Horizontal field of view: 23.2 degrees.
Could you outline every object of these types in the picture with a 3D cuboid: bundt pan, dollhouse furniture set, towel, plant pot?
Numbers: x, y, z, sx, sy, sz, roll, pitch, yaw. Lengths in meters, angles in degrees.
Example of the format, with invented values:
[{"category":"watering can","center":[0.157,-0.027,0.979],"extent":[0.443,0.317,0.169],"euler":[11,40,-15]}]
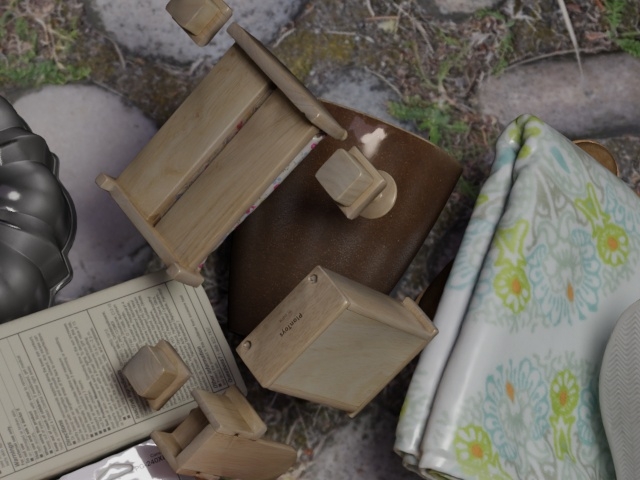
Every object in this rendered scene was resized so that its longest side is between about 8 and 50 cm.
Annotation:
[{"category":"bundt pan","center":[-0.395,-0.026,1.487],"extent":[0.331,0.124,0.330],"euler":[3,71,-10]},{"category":"dollhouse furniture set","center":[-0.080,-0.002,1.429],"extent":[0.303,0.174,0.355],"euler":[-46,59,11]},{"category":"towel","center":[0.246,0.114,1.506],"extent":[0.320,0.090,0.374],"euler":[35,66,-33]},{"category":"plant pot","center":[0.000,0.000,1.525],"extent":[0.215,0.215,0.230],"euler":[21,84,-4]}]

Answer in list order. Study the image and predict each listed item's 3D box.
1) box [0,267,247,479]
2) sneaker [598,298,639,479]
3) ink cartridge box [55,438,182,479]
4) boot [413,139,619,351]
[{"category":"box","center":[-0.241,0.141,1.418],"extent":[0.311,0.121,0.148],"euler":[-18,80,-32]},{"category":"sneaker","center":[0.353,0.161,1.471],"extent":[0.169,0.108,0.292],"euler":[-27,121,-41]},{"category":"ink cartridge box","center":[-0.190,0.234,1.426],"extent":[0.109,0.150,0.063],"euler":[-22,83,-16]},{"category":"boot","center":[0.216,-0.002,1.600],"extent":[0.112,0.115,0.305],"euler":[42,68,7]}]
